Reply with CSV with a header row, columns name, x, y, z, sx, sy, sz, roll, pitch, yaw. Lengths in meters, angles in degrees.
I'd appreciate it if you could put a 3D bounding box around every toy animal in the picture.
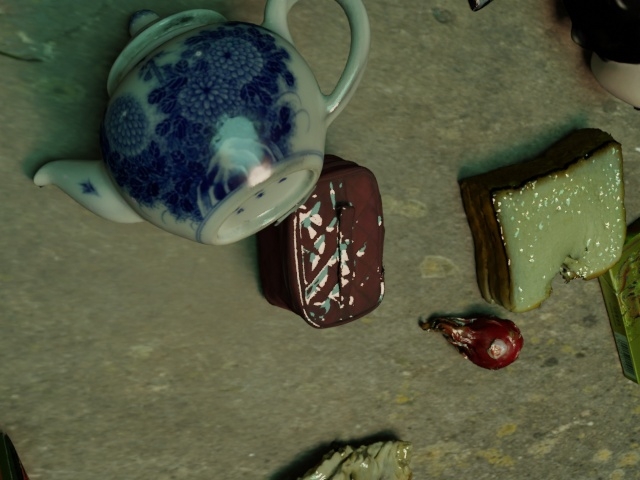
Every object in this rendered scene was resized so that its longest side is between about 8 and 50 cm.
name,x,y,z,sx,sy,sz,roll,pitch,yaw
toy animal,0.501,-0.335,1.113,0.266,0.212,0.212,41,83,-35

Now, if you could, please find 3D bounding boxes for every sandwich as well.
name,x,y,z,sx,sy,sz,roll,pitch,yaw
sandwich,0.376,-0.026,1.192,0.273,0.095,0.249,-23,114,-20

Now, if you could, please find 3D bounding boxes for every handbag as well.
name,x,y,z,sx,sy,sz,roll,pitch,yaw
handbag,0.000,0.000,0.973,0.146,0.135,0.225,-13,109,-30

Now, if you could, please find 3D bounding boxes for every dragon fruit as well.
name,x,y,z,sx,sy,sz,roll,pitch,yaw
dragon fruit,0.254,0.164,1.189,0.190,0.094,0.094,12,99,-26

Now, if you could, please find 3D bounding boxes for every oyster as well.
name,x,y,z,sx,sy,sz,roll,pitch,yaw
oyster,0.013,0.434,1.129,0.354,0.107,0.201,-43,124,-11

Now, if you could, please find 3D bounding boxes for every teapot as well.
name,x,y,z,sx,sy,sz,roll,pitch,yaw
teapot,-0.132,-0.148,0.813,0.424,0.252,0.280,-35,79,5

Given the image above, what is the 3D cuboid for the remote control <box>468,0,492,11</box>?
name,x,y,z,sx,sy,sz,roll,pitch,yaw
remote control,0.255,-0.375,1.068,0.096,0.014,0.039,-37,119,-15

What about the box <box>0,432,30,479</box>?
name,x,y,z,sx,sy,sz,roll,pitch,yaw
box,-0.388,0.367,0.846,0.148,0.177,0.195,-22,114,-20

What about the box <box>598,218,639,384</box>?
name,x,y,z,sx,sy,sz,roll,pitch,yaw
box,0.627,0.111,1.399,0.173,0.043,0.311,-33,117,-16
